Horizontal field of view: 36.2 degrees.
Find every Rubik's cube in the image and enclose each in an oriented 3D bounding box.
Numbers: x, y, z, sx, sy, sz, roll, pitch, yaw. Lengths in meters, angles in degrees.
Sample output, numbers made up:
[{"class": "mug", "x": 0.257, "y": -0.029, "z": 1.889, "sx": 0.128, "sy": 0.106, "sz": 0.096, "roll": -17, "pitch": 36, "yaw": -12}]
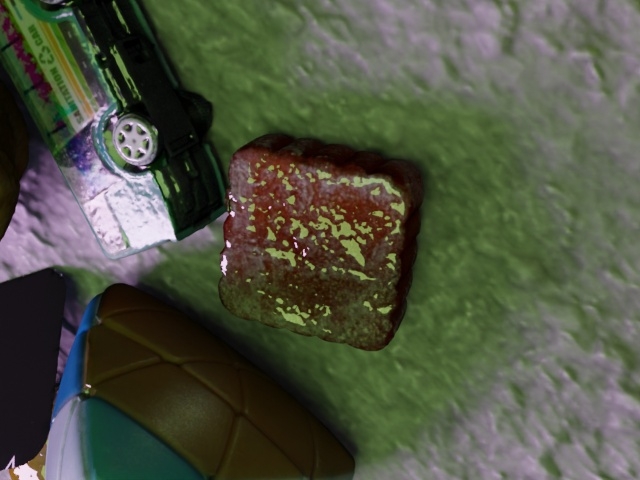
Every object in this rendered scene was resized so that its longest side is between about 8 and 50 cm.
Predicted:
[{"class": "Rubik's cube", "x": -0.097, "y": 0.191, "z": 0.731, "sx": 0.254, "sy": 0.254, "sz": 0.255, "roll": 6, "pitch": 111, "yaw": 17}]

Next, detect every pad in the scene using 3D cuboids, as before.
[{"class": "pad", "x": -0.296, "y": 0.200, "z": 0.788, "sx": 0.250, "sy": 0.055, "sz": 0.323, "roll": -15, "pitch": 77, "yaw": 24}]

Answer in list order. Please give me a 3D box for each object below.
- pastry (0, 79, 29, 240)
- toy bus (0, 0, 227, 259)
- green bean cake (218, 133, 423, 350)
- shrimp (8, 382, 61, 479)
[{"class": "pastry", "x": -0.329, "y": -0.062, "z": 0.689, "sx": 0.240, "sy": 0.132, "sz": 0.235, "roll": -23, "pitch": 133, "yaw": 27}, {"class": "toy bus", "x": -0.158, "y": -0.118, "z": 0.685, "sx": 0.109, "sy": 0.091, "sz": 0.262, "roll": -21, "pitch": 99, "yaw": 32}, {"class": "green bean cake", "x": 0.000, "y": 0.000, "z": 0.685, "sx": 0.135, "sy": 0.056, "sz": 0.136, "roll": 13, "pitch": 112, "yaw": 14}, {"class": "shrimp", "x": -0.157, "y": 0.215, "z": 0.824, "sx": 0.253, "sy": 0.058, "sz": 0.173, "roll": 34, "pitch": 108, "yaw": 7}]
